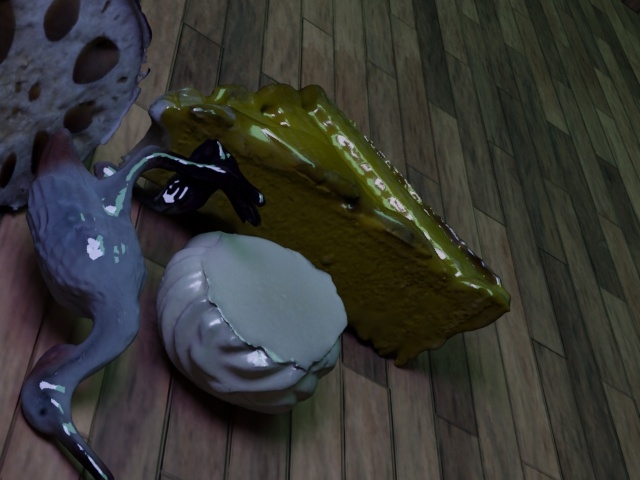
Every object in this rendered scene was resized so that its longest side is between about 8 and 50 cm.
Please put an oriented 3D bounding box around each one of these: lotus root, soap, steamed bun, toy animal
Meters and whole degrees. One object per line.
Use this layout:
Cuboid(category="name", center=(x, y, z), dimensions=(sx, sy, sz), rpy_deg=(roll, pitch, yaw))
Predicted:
Cuboid(category="lotus root", center=(-0.299, -0.165, 0.975), dimensions=(0.192, 0.272, 0.272), rpy_deg=(34, 25, 21))
Cuboid(category="soap", center=(0.000, 0.000, 1.170), dimensions=(0.339, 0.169, 0.304), rpy_deg=(49, 29, 16))
Cuboid(category="steamed bun", center=(-0.067, 0.080, 1.041), dimensions=(0.183, 0.106, 0.183), rpy_deg=(22, 40, -20))
Cuboid(category="toy animal", center=(-0.179, 0.021, 0.933), dimensions=(0.195, 0.090, 0.324), rpy_deg=(23, 59, 8))
